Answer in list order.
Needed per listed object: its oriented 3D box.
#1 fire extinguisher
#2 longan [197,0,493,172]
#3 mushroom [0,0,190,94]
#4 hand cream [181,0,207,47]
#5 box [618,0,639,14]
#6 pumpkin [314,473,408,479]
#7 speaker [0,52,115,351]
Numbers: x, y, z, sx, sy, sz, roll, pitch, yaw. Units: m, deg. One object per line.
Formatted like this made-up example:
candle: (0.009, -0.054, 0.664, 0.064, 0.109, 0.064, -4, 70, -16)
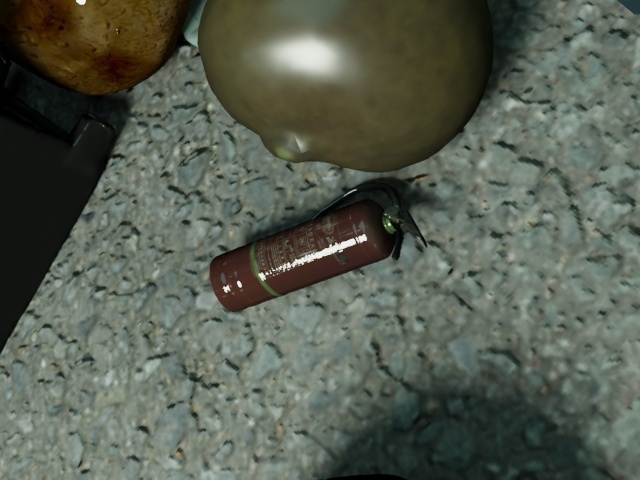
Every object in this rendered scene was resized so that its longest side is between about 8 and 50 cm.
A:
fire extinguisher: (0.000, 0.000, 0.700, 0.157, 0.045, 0.078, -21, 45, 24)
longan: (0.017, -0.130, 0.655, 0.189, 0.189, 0.189, -8, 72, 27)
mushroom: (-0.210, -0.209, 0.788, 0.231, 0.138, 0.194, 24, 115, 31)
hand cream: (-0.103, -0.218, 0.823, 0.079, 0.050, 0.275, -29, 55, -9)
box: (0.192, -0.192, 0.633, 0.054, 0.074, 0.099, -37, 61, 31)
pumpkin: (0.021, 0.237, 0.552, 0.220, 0.162, 0.220, -6, 78, 30)
speaker: (-0.335, -0.045, 0.787, 0.184, 0.232, 0.254, 31, 93, 31)
